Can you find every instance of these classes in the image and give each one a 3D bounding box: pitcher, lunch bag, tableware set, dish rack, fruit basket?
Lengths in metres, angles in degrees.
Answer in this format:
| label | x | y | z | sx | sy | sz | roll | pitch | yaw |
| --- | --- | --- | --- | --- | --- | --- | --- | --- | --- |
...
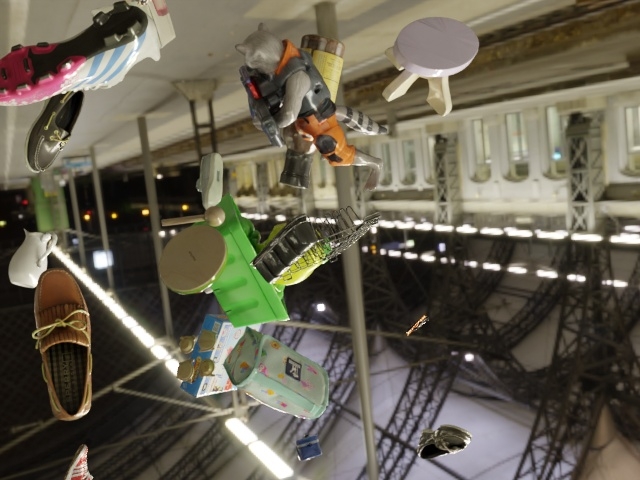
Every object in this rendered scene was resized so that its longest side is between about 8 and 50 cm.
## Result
| label | x | y | z | sx | sy | sz | roll | pitch | yaw |
| --- | --- | --- | --- | --- | --- | --- | --- | --- | --- |
| pitcher | -1.052 | 0.065 | 2.430 | 0.177 | 0.207 | 0.125 | -2 | 160 | 36 |
| lunch bag | -0.109 | 0.344 | 1.672 | 0.223 | 0.160 | 0.262 | 34 | 173 | -17 |
| tableware set | -0.387 | 0.361 | 2.066 | 0.141 | 0.169 | 0.020 | -7 | 162 | 21 |
| lunch bag | -0.035 | 0.579 | 1.857 | 0.067 | 0.065 | 0.098 | -15 | 162 | -9 |
| dish rack | 0.000 | 0.000 | 1.452 | 0.271 | 0.074 | 0.208 | -20 | 165 | -43 |
| fruit basket | -0.157 | 0.042 | 1.917 | 0.391 | 0.392 | 0.283 | -8 | -155 | -11 |

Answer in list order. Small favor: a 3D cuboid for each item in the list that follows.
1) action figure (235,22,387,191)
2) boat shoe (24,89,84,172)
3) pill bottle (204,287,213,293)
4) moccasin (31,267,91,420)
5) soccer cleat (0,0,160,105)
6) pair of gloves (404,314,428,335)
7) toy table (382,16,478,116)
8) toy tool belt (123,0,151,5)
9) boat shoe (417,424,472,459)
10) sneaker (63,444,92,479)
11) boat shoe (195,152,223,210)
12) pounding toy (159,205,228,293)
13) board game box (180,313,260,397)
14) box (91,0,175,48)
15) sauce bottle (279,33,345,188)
| label | x | y | z | sx | sy | sz | roll | pitch | yaw |
| --- | --- | --- | --- | --- | --- | --- | --- | --- | --- |
| action figure | -0.036 | -0.269 | 1.232 | 0.178 | 0.330 | 0.341 | -38 | -140 | 10 |
| boat shoe | -0.625 | -0.266 | 1.557 | 0.068 | 0.228 | 0.081 | 11 | 168 | 25 |
| pill bottle | -0.382 | 0.064 | 2.254 | 0.117 | 0.209 | 0.117 | -25 | -178 | 1 |
| moccasin | -0.641 | 0.253 | 1.641 | 0.139 | 0.380 | 0.147 | 0 | 166 | -23 |
| soccer cleat | -0.451 | -0.317 | 1.232 | 0.331 | 0.116 | 0.143 | -26 | 158 | -5 |
| pair of gloves | 0.252 | 0.223 | 1.725 | 0.074 | 0.010 | 0.083 | -41 | 162 | 2 |
| toy table | 0.280 | -0.470 | 1.755 | 0.274 | 0.252 | 0.161 | -17 | 157 | -28 |
| toy tool belt | -0.416 | -0.574 | 1.539 | 0.083 | 0.052 | 0.051 | -17 | 165 | -36 |
| boat shoe | 0.418 | 0.694 | 2.242 | 0.112 | 0.096 | 0.335 | 25 | 157 | -3 |
| sneaker | -0.567 | 0.550 | 1.583 | 0.067 | 0.119 | 0.042 | 25 | -175 | -16 |
| boat shoe | -0.408 | -0.208 | 2.398 | 0.081 | 0.228 | 0.079 | -6 | 160 | 24 |
| pounding toy | -0.302 | 0.044 | 1.666 | 0.182 | 0.237 | 0.110 | -16 | 146 | 11 |
| board game box | -0.388 | 0.448 | 2.614 | 0.086 | 0.308 | 0.302 | 21 | -178 | 23 |
| box | -0.483 | -0.565 | 1.730 | 0.148 | 0.127 | 0.232 | -13 | -157 | 2 |
| sauce bottle | -0.029 | -0.295 | 1.534 | 0.111 | 0.345 | 0.111 | 14 | -174 | -1 |
